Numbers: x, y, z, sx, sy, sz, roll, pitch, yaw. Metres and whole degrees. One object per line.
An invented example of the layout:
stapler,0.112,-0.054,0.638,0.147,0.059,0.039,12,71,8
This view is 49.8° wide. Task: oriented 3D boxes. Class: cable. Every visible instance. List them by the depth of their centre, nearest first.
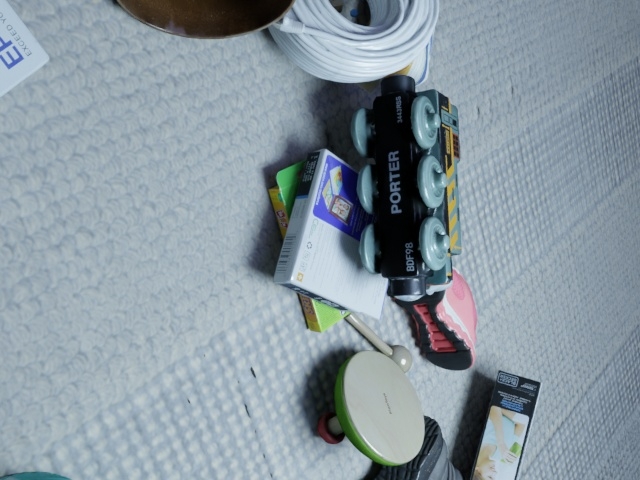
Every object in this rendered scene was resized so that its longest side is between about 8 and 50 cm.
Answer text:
cable,0.043,-0.350,0.997,0.257,0.089,0.257,26,68,-14

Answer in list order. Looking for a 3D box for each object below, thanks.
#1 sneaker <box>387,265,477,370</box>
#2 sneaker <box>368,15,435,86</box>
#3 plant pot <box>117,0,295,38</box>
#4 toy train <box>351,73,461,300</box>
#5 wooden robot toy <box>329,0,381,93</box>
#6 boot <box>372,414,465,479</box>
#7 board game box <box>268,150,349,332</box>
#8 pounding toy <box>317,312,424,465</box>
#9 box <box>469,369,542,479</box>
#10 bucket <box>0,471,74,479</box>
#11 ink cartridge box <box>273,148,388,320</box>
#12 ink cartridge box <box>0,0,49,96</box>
sneaker,0.204,0.084,1.242,0.136,0.115,0.314,-57,131,-45
sneaker,0.138,-0.404,1.157,0.131,0.111,0.297,7,88,-61
plant pot,-0.140,-0.400,0.825,0.215,0.215,0.231,9,70,-43
toy train,0.145,-0.077,1.044,0.190,0.142,0.334,6,80,-57
wooden robot toy,0.038,-0.299,1.083,0.076,0.079,0.173,-28,88,-6
boot,0.143,0.492,1.184,0.338,0.118,0.223,-45,128,-26
board game box,0.000,0.000,1.071,0.124,0.039,0.260,-30,114,-40
pounding toy,0.068,0.261,1.122,0.182,0.110,0.237,34,39,-28
box,0.356,0.417,1.351,0.169,0.087,0.290,57,51,-64
bucket,-0.290,0.383,0.711,0.281,0.183,0.282,-2,92,-44
ink cartridge box,0.037,-0.002,1.051,0.208,0.045,0.207,28,70,-41
ink cartridge box,-0.467,-0.204,0.595,0.330,0.071,0.324,-52,125,-30
